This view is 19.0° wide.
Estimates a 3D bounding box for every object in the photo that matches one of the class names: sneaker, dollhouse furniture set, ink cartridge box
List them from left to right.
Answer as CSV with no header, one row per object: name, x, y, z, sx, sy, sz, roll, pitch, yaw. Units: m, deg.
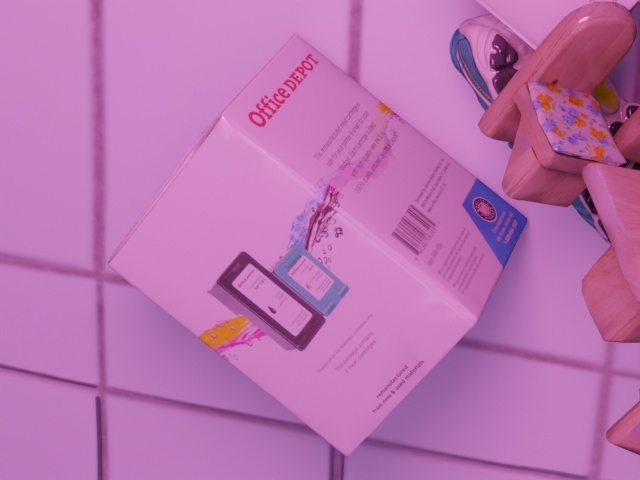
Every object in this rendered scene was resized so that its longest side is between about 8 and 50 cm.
ink cartridge box,0.000,0.000,1.660,0.270,0.198,0.197,39,123,-2
sneaker,0.213,-0.091,1.608,0.107,0.110,0.275,-47,113,-12
dollhouse furniture set,0.382,-0.006,1.403,0.394,0.362,0.256,8,138,-33

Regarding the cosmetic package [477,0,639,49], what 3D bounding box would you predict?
cosmetic package,0.206,-0.261,1.481,0.151,0.151,0.184,39,123,-3
